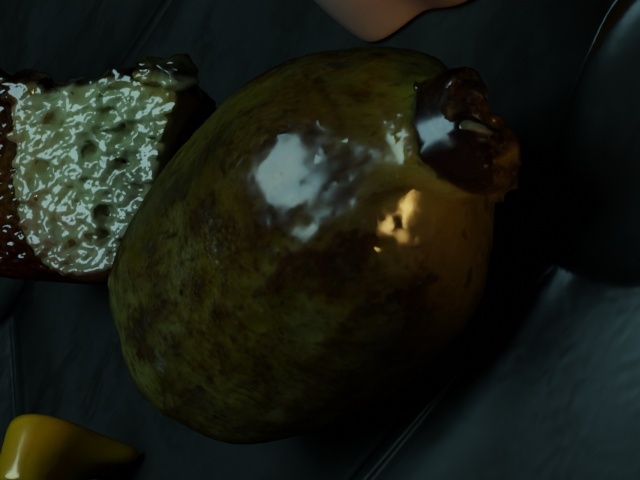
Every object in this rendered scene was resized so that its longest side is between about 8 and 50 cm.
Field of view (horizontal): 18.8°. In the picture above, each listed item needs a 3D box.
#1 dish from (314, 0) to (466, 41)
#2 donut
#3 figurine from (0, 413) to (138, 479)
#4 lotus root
[{"bbox_3d":[0.033,-0.210,0.954,0.213,0.090,0.213,-42,37,41],"label":"dish"},{"bbox_3d":[-0.128,-0.035,1.103,0.187,0.144,0.126,8,81,31],"label":"donut"},{"bbox_3d":[-0.210,0.249,0.967,0.215,0.187,0.343,-23,42,38],"label":"figurine"},{"bbox_3d":[0.000,0.000,0.814,0.260,0.128,0.145,-39,52,52],"label":"lotus root"}]
